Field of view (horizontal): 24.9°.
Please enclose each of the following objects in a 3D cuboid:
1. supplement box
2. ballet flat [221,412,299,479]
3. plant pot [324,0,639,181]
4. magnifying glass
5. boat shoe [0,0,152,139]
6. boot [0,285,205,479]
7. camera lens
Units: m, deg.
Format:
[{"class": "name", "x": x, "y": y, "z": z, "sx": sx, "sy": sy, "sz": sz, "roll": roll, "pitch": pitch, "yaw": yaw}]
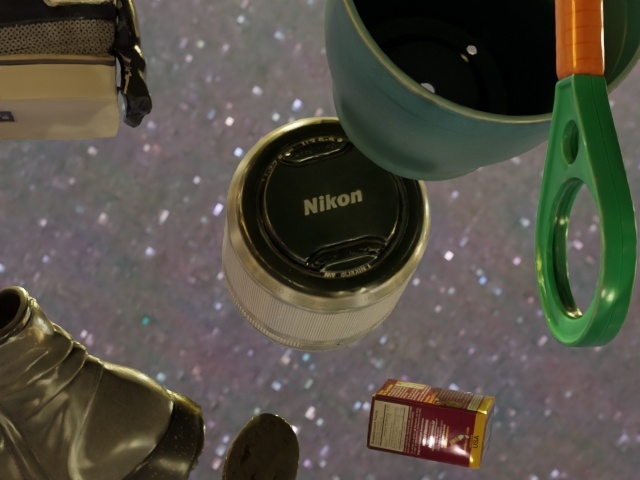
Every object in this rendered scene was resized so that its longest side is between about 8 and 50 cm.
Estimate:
[{"class": "supplement box", "x": 0.080, "y": 0.132, "z": 1.049, "sx": 0.083, "sy": 0.043, "sz": 0.055, "roll": 9, "pitch": -170, "yaw": 13}, {"class": "ballet flat", "x": -0.076, "y": 0.303, "z": 1.573, "sx": 0.084, "sy": 0.058, "sz": 0.249, "roll": 14, "pitch": -126, "yaw": -8}, {"class": "plant pot", "x": 0.120, "y": -0.181, "z": 1.295, "sx": 0.272, "sy": 0.255, "sz": 0.271, "roll": 4, "pitch": -109, "yaw": -11}, {"class": "magnifying glass", "x": 0.134, "y": -0.060, "z": 0.752, "sx": 0.026, "sy": 0.092, "sz": 0.230, "roll": 2, "pitch": -94, "yaw": -13}, {"class": "boat shoe", "x": -0.300, "y": -0.163, "z": 1.098, "sx": 0.341, "sy": 0.127, "sz": 0.158, "roll": 0, "pitch": -106, "yaw": -9}, {"class": "boot", "x": -0.276, "y": 0.187, "z": 1.146, "sx": 0.223, "sy": 0.338, "sz": 0.118, "roll": 36, "pitch": -165, "yaw": -32}, {"class": "camera lens", "x": 0.000, "y": 0.000, "z": 1.641, "sx": 0.220, "sy": 0.274, "sz": 0.219, "roll": 2, "pitch": -107, "yaw": -5}]
